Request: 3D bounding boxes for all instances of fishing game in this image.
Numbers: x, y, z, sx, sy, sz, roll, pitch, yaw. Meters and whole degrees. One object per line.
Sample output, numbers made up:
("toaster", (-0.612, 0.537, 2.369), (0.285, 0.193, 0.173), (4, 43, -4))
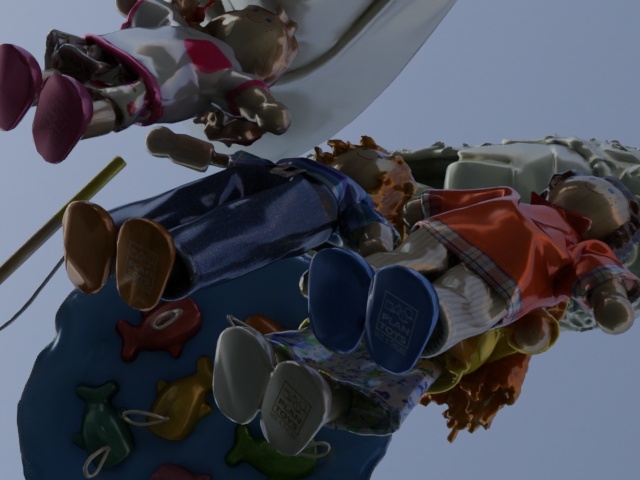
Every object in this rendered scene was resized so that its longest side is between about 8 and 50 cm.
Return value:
("fishing game", (-0.055, 0.081, 0.737), (0.189, 0.041, 0.264), (-40, -104, -5))

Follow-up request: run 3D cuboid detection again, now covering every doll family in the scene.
("doll family", (0.000, 0.000, 0.579), (0.263, 0.163, 0.118), (32, -57, 32))

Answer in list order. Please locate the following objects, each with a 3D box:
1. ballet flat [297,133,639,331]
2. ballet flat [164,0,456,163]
("ballet flat", (0.090, -0.012, 1.125), (0.409, 0.147, 0.147), (-1, -93, 38))
("ballet flat", (0.025, -0.168, 0.642), (0.400, 0.139, 0.139), (-43, -113, 34))
